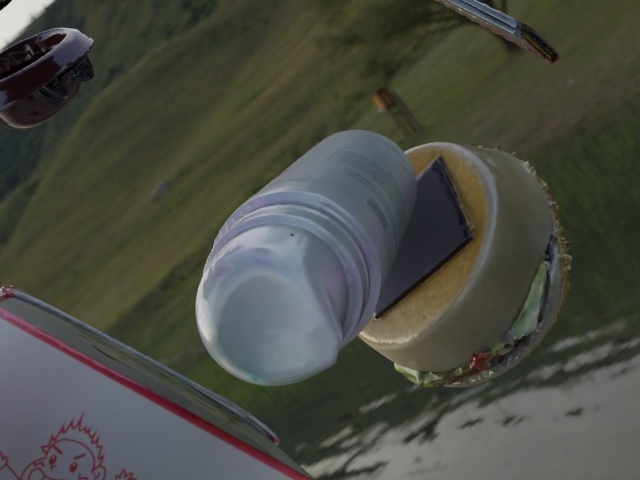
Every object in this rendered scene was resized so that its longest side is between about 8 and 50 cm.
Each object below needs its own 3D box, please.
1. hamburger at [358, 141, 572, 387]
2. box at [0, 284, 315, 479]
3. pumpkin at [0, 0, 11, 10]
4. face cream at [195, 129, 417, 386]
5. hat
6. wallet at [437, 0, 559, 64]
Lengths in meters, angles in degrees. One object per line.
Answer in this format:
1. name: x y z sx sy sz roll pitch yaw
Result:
1. hamburger: 0.155 0.027 1.193 0.302 0.170 0.302 -27 52 42
2. box: -0.222 0.245 0.874 0.312 0.314 0.300 -60 11 -7
3. pumpkin: -0.469 -0.377 1.055 0.454 0.344 0.454 -20 43 19
4. face cream: 0.000 0.000 0.645 0.102 0.102 0.345 -36 4 17
5. hat: -0.377 -0.202 1.322 0.205 0.089 0.205 -21 29 12
6. wallet: 0.142 -0.233 0.998 0.103 0.196 0.020 14 -71 -52
